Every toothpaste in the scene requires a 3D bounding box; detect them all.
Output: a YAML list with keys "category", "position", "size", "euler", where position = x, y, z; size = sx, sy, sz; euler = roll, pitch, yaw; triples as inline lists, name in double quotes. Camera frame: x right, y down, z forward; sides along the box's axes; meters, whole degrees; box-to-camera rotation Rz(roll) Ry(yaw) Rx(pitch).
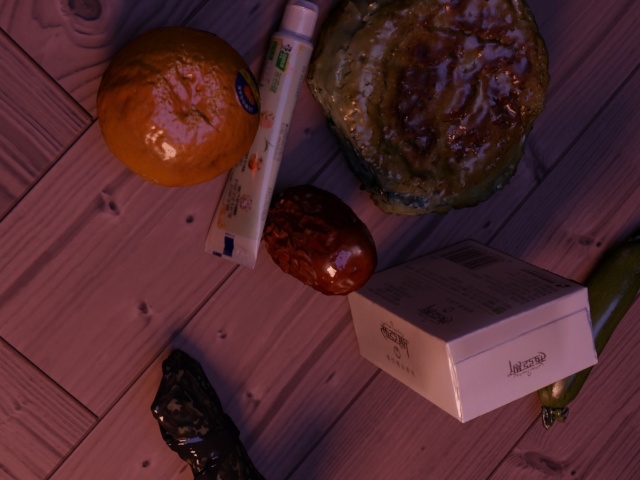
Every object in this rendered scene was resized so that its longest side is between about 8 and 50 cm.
- category: "toothpaste"
  position: [-0.064, -0.127, 1.452]
  size: [0.056, 0.058, 0.314]
  euler: [16, 93, -13]

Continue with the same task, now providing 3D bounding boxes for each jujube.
- category: "jujube"
  position: [0.000, 0.000, 1.446]
  size: [0.112, 0.176, 0.109]
  euler: [29, 92, -33]

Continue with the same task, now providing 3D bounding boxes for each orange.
- category: "orange"
  position: [-0.154, -0.145, 1.356]
  size: [0.177, 0.155, 0.177]
  euler: [-3, 96, -30]

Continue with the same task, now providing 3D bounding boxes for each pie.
- category: "pie"
  position: [0.142, -0.193, 1.515]
  size: [0.288, 0.103, 0.354]
  euler: [-33, 113, -13]

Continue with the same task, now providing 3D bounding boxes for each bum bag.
- category: "bum bag"
  position: [-0.134, 0.245, 1.486]
  size: [0.069, 0.102, 0.248]
  euler: [-23, 112, 17]

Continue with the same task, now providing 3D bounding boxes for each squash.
- category: "squash"
  position: [0.371, 0.111, 1.706]
  size: [0.071, 0.080, 0.318]
  euler: [29, 85, 11]

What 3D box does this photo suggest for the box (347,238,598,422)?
- category: "box"
  position: [0.176, 0.099, 1.505]
  size: [0.194, 0.260, 0.111]
  euler: [-19, 112, -19]
